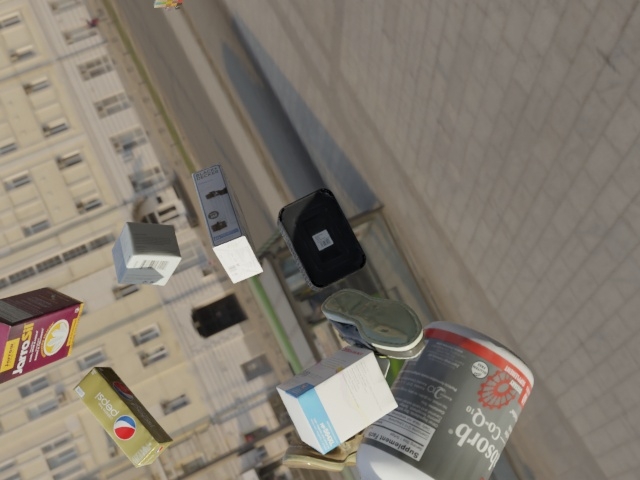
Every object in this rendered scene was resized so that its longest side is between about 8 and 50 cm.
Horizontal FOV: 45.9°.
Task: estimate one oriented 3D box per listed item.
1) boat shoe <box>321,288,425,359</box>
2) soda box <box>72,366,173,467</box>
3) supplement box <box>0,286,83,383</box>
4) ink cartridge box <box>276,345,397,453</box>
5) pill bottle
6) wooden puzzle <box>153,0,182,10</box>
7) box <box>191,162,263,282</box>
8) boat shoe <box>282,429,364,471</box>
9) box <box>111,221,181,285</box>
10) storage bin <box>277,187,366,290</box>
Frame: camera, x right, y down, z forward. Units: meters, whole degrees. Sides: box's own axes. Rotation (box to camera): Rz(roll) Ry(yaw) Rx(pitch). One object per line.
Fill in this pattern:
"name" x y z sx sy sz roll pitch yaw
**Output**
"boat shoe" 0.085 0.130 1.109 0.228 0.081 0.068 21 144 60
"soda box" -0.339 0.301 1.300 0.181 0.058 0.061 45 -177 16
"supplement box" -0.477 0.148 1.213 0.188 0.081 0.104 -21 -50 -72
"ink cartridge box" 0.030 0.213 1.051 0.090 0.143 0.092 66 161 -7
"pill bottle" 0.187 0.335 1.252 0.210 0.363 0.210 28 162 10
"wooden puzzle" -0.262 -0.420 1.311 0.083 0.049 0.006 149 107 -68
"box" -0.252 -0.050 2.033 0.169 0.087 0.290 68 179 -49
"boat shoe" 0.012 0.455 1.707 0.341 0.122 0.110 28 -116 -65
"box" -0.345 0.027 1.494 0.102 0.101 0.087 -50 49 40
"storage bin" 0.000 0.000 1.530 0.180 0.122 0.084 62 172 6
